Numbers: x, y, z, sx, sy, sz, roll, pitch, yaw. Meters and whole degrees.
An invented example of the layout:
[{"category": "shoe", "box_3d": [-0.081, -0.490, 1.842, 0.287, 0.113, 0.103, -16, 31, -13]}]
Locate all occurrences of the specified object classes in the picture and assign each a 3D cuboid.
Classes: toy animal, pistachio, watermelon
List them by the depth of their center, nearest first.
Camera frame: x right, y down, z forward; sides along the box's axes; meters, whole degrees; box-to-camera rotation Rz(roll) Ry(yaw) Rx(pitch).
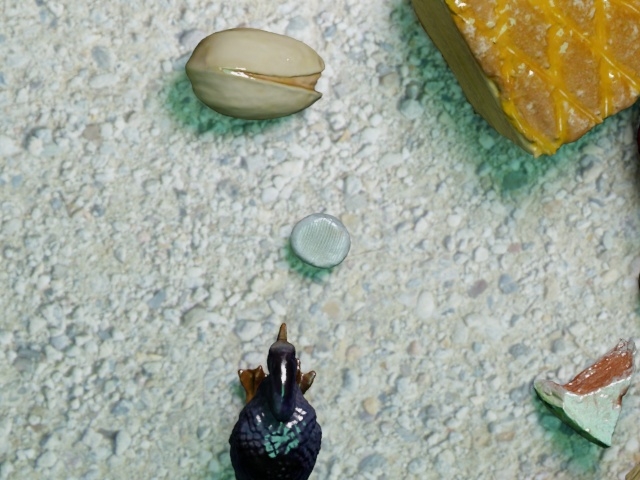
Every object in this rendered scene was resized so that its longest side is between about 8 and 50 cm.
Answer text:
[{"category": "pistachio", "box_3d": [-0.085, -0.216, 1.622, 0.185, 0.124, 0.124, 1, 95, -10]}, {"category": "toy animal", "box_3d": [-0.061, 0.249, 1.638, 0.122, 0.185, 0.298, 6, 113, -12]}, {"category": "watermelon", "box_3d": [0.397, 0.225, 1.734, 0.158, 0.098, 0.121, -26, 98, -8]}]

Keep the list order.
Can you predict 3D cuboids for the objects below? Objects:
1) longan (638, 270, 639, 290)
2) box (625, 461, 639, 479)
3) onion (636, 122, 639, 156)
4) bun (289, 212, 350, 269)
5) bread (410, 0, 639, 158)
[{"category": "longan", "box_3d": [0.496, 0.058, 1.730, 0.113, 0.092, 0.113, -1, 92, -29]}, {"category": "box", "box_3d": [0.506, 0.373, 1.755, 0.111, 0.111, 0.177, -34, 98, -3]}, {"category": "onion", "box_3d": [0.591, -0.153, 1.632, 0.348, 0.348, 0.385, 23, 61, -8]}, {"category": "bun", "box_3d": [0.000, 0.000, 1.690, 0.083, 0.045, 0.083, 0, 94, -4]}, {"category": "bread", "box_3d": [0.295, -0.294, 1.594, 0.279, 0.207, 0.279, -38, 116, -1]}]
